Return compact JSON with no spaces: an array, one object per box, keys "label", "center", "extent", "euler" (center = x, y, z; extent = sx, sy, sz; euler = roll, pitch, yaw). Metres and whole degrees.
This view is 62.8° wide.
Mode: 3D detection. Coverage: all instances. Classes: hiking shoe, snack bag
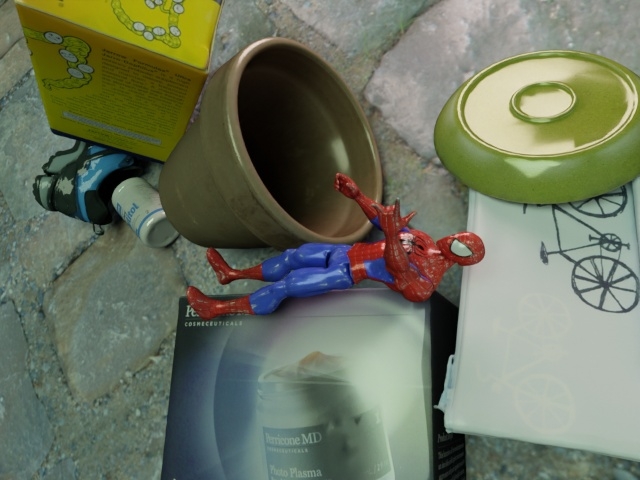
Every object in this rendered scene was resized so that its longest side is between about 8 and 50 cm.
[{"label":"hiking shoe","center":[-0.352,-0.164,0.904],"extent":[0.132,0.113,0.304],"euler":[26,80,-1]},{"label":"snack bag","center":[0.290,0.037,0.465],"extent":[0.343,0.037,0.323],"euler":[5,54,17]}]

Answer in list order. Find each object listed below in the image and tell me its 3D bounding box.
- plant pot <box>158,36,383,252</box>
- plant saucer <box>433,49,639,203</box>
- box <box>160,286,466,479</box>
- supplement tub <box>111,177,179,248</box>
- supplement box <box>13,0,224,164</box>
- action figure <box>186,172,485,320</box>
[{"label":"plant pot","center":[-0.084,-0.085,0.676],"extent":[0.229,0.263,0.263],"euler":[-21,66,38]},{"label":"plant saucer","center":[0.245,-0.141,0.578],"extent":[0.241,0.037,0.241],"euler":[-10,49,12]},{"label":"box","center":[-0.004,0.209,0.570],"extent":[0.296,0.183,0.294],"euler":[-5,72,24]},{"label":"supplement tub","center":[-0.275,-0.044,0.834],"extent":[0.107,0.071,0.071],"euler":[41,95,29]},{"label":"supplement box","center":[-0.254,-0.263,0.707],"extent":[0.356,0.195,0.194],"euler":[156,127,-66]},{"label":"action figure","center":[0.000,0.000,0.475],"extent":[0.280,0.139,0.091],"euler":[-6,41,18]}]
